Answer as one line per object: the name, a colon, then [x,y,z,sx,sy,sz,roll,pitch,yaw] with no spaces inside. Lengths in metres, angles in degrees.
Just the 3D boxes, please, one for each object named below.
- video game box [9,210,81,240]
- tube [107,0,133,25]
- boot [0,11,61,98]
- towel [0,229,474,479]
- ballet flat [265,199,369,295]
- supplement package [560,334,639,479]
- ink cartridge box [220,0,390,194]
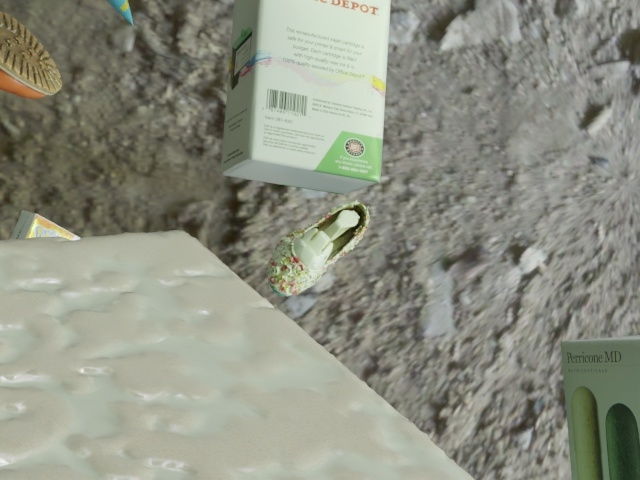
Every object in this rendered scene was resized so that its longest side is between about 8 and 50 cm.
video game box: [-0.429,0.078,1.857,0.048,0.205,0.187,8,72,40]
tube: [-0.319,-0.388,1.721,0.052,0.207,0.080,-17,80,2]
boot: [-0.284,-0.143,0.915,0.085,0.158,0.059,-38,47,28]
towel: [-0.126,0.083,0.431,0.317,0.332,0.053,37,122,45]
ballet flat: [0.000,0.000,1.790,0.091,0.241,0.077,44,131,2]
supplement package: [0.362,0.213,1.046,0.198,0.199,0.262,-1,84,-26]
ink cartridge box: [-0.020,-0.221,1.633,0.201,0.117,0.278,8,79,-25]
